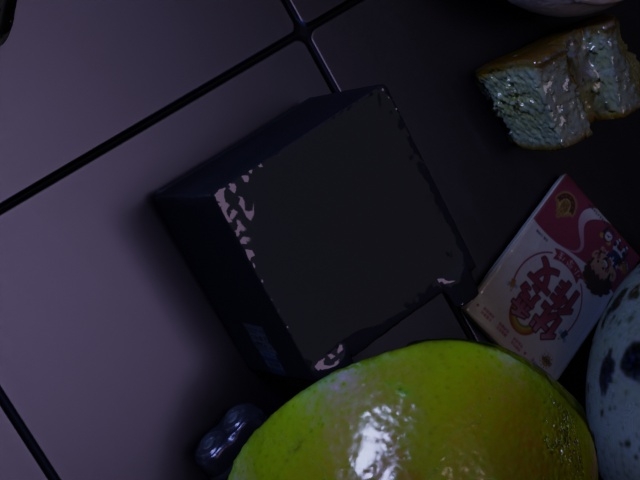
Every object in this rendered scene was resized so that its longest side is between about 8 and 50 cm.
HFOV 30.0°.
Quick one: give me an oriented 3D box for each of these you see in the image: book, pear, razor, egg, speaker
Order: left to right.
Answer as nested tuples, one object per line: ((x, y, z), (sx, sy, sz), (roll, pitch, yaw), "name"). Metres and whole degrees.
((-0.063, 0.251, 1.289), (0.090, 0.054, 0.148), (-44, 112, -14), "razor")
((0.000, 0.000, 1.267), (0.232, 0.184, 0.254), (-35, 106, -22), "speaker")
((0.103, 0.302, 1.185), (0.399, 0.165, 0.399), (-3, 123, -5), "pear")
((0.291, 0.053, 1.492), (0.162, 0.022, 0.232), (45, 69, -16), "book")
((0.458, 0.177, 1.422), (0.287, 0.287, 0.379), (20, 92, -24), "egg")

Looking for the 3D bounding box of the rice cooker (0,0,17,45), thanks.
((-0.383, -0.245, 1.067), (0.226, 0.244, 0.226), (10, 56, -16), "rice cooker")

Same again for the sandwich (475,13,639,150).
((0.324, -0.208, 1.466), (0.235, 0.128, 0.122), (-30, 108, -23), "sandwich")

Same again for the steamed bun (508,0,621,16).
((0.275, -0.404, 1.418), (0.283, 0.177, 0.283), (-5, 98, -33), "steamed bun")
